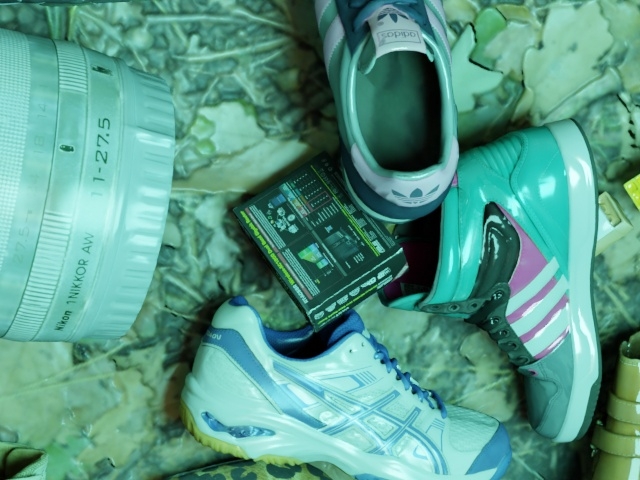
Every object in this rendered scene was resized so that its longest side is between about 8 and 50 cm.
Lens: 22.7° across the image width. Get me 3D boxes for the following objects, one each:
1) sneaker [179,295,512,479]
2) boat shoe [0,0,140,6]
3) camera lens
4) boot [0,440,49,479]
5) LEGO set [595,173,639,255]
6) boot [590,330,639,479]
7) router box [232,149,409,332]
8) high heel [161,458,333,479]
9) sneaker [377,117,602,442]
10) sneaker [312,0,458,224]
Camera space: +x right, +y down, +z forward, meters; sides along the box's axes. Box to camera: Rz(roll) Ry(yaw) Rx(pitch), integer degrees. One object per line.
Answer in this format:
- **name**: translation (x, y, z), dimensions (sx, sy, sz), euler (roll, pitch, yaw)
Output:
- **sneaker**: translation (0.037, 0.127, 1.330), dimensions (0.296, 0.112, 0.131), euler (13, 100, -21)
- **boat shoe**: translation (-0.189, -0.207, 1.185), dimensions (0.228, 0.076, 0.080), euler (1, 104, -18)
- **camera lens**: translation (-0.262, -0.046, 1.129), dimensions (0.274, 0.219, 0.219), euler (10, 102, -20)
- **boot**: translation (-0.227, 0.271, 1.299), dimensions (0.262, 0.095, 0.203), euler (8, 101, -17)
- **LEGO set**: translation (0.322, -0.106, 1.382), dimensions (0.132, 0.107, 0.287), euler (23, 104, 13)
- **boot**: translation (0.265, 0.205, 1.356), dimensions (0.283, 0.109, 0.220), euler (-27, 127, -54)
- **router box**: translation (0.000, 0.000, 1.280), dimensions (0.092, 0.122, 0.038), euler (-33, 149, -7)
- **high heel**: translation (-0.002, 0.266, 1.311), dimensions (0.261, 0.186, 0.093), euler (19, 107, -21)
- **sneaker**: translation (0.137, 0.051, 1.336), dimensions (0.178, 0.124, 0.295), euler (-9, 115, -8)
- **sneaker**: translation (0.051, -0.175, 1.205), dimensions (0.112, 0.131, 0.319), euler (-12, 88, -6)
